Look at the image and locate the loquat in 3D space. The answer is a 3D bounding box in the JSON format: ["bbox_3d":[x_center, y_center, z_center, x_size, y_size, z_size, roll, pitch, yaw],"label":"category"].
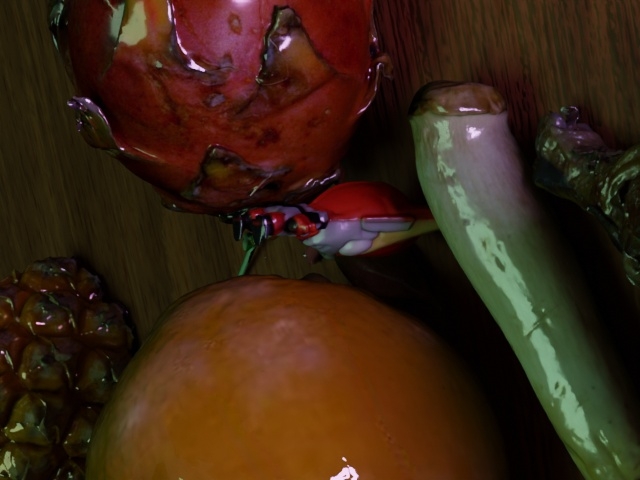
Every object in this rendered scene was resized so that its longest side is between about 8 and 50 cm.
[{"bbox_3d":[-0.014,0.180,1.483,0.328,0.328,0.328,34,134,44],"label":"loquat"}]

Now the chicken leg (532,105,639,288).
[{"bbox_3d":[0.208,-0.026,1.252,0.196,0.080,0.125,5,101,64],"label":"chicken leg"}]

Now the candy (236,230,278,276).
[{"bbox_3d":[-0.059,0.002,1.718,0.184,0.049,0.055,116,156,-58],"label":"candy"}]

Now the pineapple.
[{"bbox_3d":[-0.311,0.223,1.992,0.209,0.286,0.344,28,131,48],"label":"pineapple"}]

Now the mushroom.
[{"bbox_3d":[0.143,0.028,1.357,0.312,0.081,0.100,65,-170,7],"label":"mushroom"}]

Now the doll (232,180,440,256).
[{"bbox_3d":[0.018,-0.017,1.455,0.109,0.169,0.057,1,88,57],"label":"doll"}]

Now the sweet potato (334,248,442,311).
[{"bbox_3d":[0.057,0.029,1.534,0.117,0.049,0.049,34,134,44],"label":"sweet potato"}]

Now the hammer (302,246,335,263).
[{"bbox_3d":[0.000,0.000,1.630,0.052,0.031,0.083,64,159,14],"label":"hammer"}]

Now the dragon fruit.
[{"bbox_3d":[-0.079,-0.152,1.459,0.250,0.250,0.315,33,174,45],"label":"dragon fruit"}]
